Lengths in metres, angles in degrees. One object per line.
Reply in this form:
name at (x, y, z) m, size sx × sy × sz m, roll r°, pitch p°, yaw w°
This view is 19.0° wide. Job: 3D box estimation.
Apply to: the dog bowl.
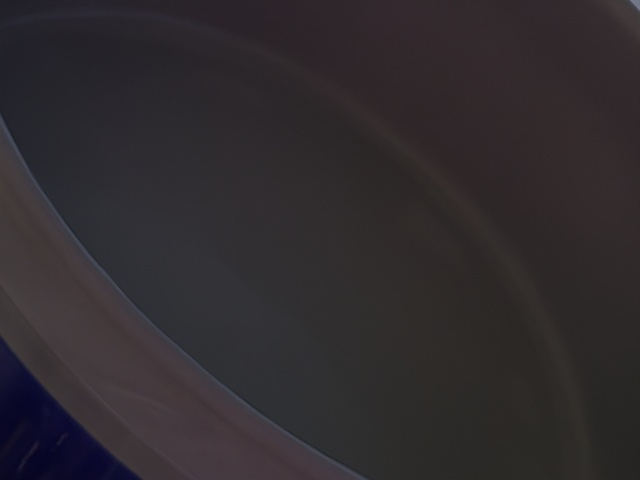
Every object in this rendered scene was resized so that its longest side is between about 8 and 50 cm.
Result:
dog bowl at (0.000, 0.000, 0.515) m, size 0.104 × 0.265 × 0.265 m, roll -50°, pitch -162°, yaw 37°
